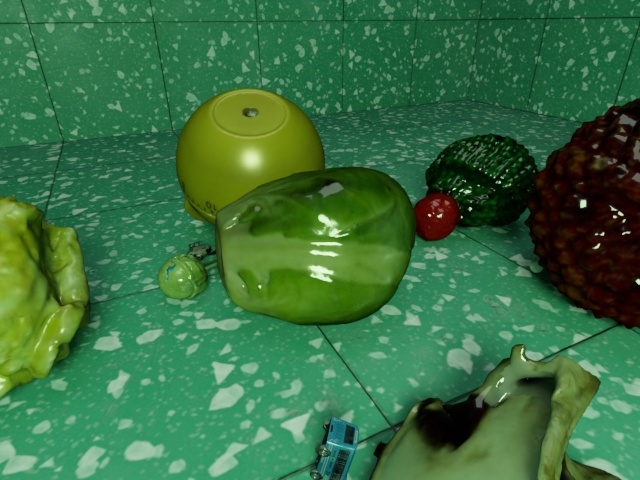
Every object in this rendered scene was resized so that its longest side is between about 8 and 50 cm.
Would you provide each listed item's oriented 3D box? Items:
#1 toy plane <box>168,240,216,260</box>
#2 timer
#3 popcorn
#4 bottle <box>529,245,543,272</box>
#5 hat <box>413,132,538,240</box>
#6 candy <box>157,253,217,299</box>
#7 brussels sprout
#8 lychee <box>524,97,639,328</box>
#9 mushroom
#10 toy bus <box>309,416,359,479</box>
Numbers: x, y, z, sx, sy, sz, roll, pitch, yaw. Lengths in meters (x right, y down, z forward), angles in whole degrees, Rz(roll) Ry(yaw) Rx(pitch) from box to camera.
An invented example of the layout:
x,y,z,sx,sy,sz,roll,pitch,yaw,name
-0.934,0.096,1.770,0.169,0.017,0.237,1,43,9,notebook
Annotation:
x,y,z,sx,sy,sz,roll,pitch,yaw,name
-0.297,0.032,0.971,0.121,0.031,0.049,-19,41,-36,toy plane
-0.158,-0.151,1.000,0.377,0.386,0.375,2,56,-3,timer
-0.508,0.083,0.626,0.313,0.311,0.312,0,28,0,popcorn
0.525,0.018,0.955,0.060,0.060,0.217,20,35,33,bottle
0.370,-0.104,1.068,0.332,0.242,0.274,-43,22,-22,hat
-0.204,0.042,0.920,0.093,0.092,0.336,-26,-2,41,candy
0.000,0.000,0.765,0.372,0.275,0.315,-16,28,-25,brussels sprout
0.580,-0.041,0.707,0.425,0.424,0.500,20,12,34,lychee
0.178,0.271,0.424,0.217,0.212,0.292,-35,15,44,mushroom
0.017,0.252,0.491,0.046,0.083,0.038,15,29,4,toy bus
